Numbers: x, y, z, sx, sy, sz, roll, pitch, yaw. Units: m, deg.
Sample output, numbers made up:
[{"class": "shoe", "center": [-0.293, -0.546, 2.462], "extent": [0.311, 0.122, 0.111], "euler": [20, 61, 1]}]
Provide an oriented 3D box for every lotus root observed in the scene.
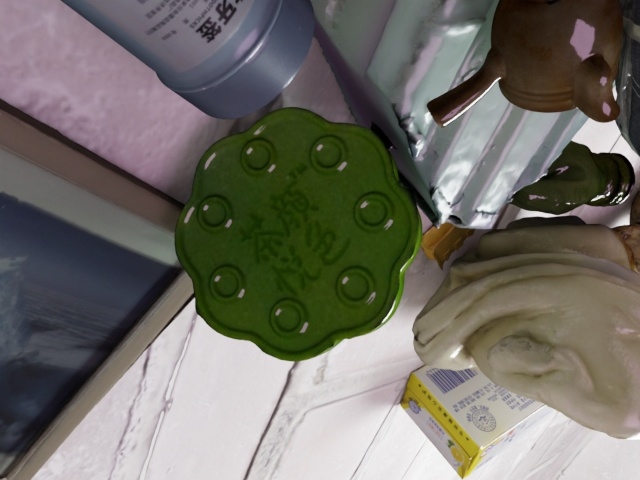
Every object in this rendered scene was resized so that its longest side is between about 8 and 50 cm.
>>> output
[{"class": "lotus root", "center": [0.000, 0.000, 0.485], "extent": [0.186, 0.186, 0.186], "euler": [-26, 139, -24]}]

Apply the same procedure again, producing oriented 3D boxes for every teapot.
[{"class": "teapot", "center": [0.112, -0.095, 0.321], "extent": [0.110, 0.085, 0.080], "euler": [-24, 140, 7]}]

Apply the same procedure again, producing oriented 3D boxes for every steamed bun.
[{"class": "steamed bun", "center": [0.302, 0.081, 0.772], "extent": [0.346, 0.394, 0.238], "euler": [14, 91, -8]}]

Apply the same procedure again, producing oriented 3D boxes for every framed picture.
[{"class": "framed picture", "center": [-0.288, 0.042, 0.359], "extent": [0.326, 0.028, 0.446], "euler": [-49, 144, 5]}]

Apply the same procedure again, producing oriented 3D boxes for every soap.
[{"class": "soap", "center": [0.150, -0.228, 0.415], "extent": [0.261, 0.156, 0.446], "euler": [-2, 125, -43]}]

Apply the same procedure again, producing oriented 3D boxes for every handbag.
[{"class": "handbag", "center": [0.169, -0.008, 0.752], "extent": [0.083, 0.027, 0.061], "euler": [-44, 142, -4]}]

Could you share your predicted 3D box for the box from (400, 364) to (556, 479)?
[{"class": "box", "center": [0.292, 0.265, 1.020], "extent": [0.265, 0.168, 0.097], "euler": [-21, 140, -31]}]

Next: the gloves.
[{"class": "gloves", "center": [0.272, -0.087, 0.704], "extent": [0.268, 0.135, 0.107], "euler": [12, 142, -36]}]

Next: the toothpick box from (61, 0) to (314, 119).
[{"class": "toothpick box", "center": [-0.083, -0.146, 0.315], "extent": [0.101, 0.101, 0.153], "euler": [-50, 144, 6]}]

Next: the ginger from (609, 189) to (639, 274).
[{"class": "ginger", "center": [0.603, 0.007, 1.070], "extent": [0.375, 0.176, 0.256], "euler": [-35, 127, -13]}]

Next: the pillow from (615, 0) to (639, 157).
[{"class": "pillow", "center": [0.229, -0.161, 0.338], "extent": [0.162, 0.092, 0.335], "euler": [-57, 147, -21]}]
